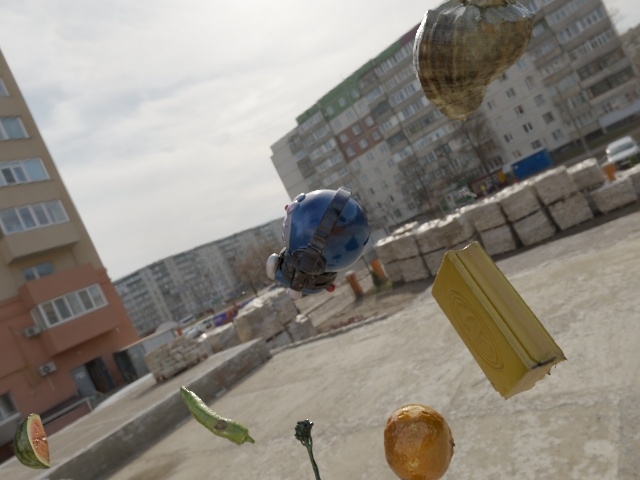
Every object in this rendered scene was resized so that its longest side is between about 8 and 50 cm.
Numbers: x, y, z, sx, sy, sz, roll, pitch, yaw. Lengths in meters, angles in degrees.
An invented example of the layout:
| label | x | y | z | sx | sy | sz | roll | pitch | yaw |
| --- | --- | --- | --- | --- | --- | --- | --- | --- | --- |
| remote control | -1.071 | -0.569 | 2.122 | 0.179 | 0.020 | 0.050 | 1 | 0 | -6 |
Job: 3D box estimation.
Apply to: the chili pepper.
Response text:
| label | x | y | z | sx | sy | sz | roll | pitch | yaw |
| --- | --- | --- | --- | --- | --- | --- | --- | --- | --- |
| chili pepper | -0.220 | 0.345 | 0.923 | 0.049 | 0.208 | 0.043 | -39 | -36 | -43 |

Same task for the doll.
| label | x | y | z | sx | sy | sz | roll | pitch | yaw |
| --- | --- | --- | --- | --- | --- | --- | --- | --- | --- |
| doll | 0.000 | 0.000 | 1.272 | 0.284 | 0.240 | 0.310 | -59 | -8 | -50 |

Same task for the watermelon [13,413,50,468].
| label | x | y | z | sx | sy | sz | roll | pitch | yaw |
| --- | --- | --- | --- | --- | --- | --- | --- | --- | --- |
| watermelon | -0.829 | 0.574 | 1.320 | 0.068 | 0.163 | 0.087 | -27 | -27 | -9 |

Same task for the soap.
| label | x | y | z | sx | sy | sz | roll | pitch | yaw |
| --- | --- | --- | --- | --- | --- | --- | --- | --- | --- |
| soap | 0.390 | 0.186 | 1.080 | 0.096 | 0.325 | 0.204 | -19 | -36 | -14 |

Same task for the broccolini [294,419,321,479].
| label | x | y | z | sx | sy | sz | roll | pitch | yaw |
| --- | --- | --- | --- | --- | --- | --- | --- | --- | --- |
| broccolini | -0.028 | 0.727 | 1.566 | 0.071 | 0.254 | 0.057 | -27 | -32 | 7 |

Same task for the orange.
| label | x | y | z | sx | sy | sz | roll | pitch | yaw |
| --- | --- | --- | --- | --- | --- | --- | --- | --- | --- |
| orange | 0.224 | 0.469 | 1.078 | 0.155 | 0.178 | 0.177 | -12 | 6 | 33 |

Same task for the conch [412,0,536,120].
| label | x | y | z | sx | sy | sz | roll | pitch | yaw |
| --- | --- | --- | --- | --- | --- | --- | --- | --- | --- |
| conch | 0.313 | -0.393 | 0.942 | 0.210 | 0.292 | 0.159 | 8 | 14 | -13 |

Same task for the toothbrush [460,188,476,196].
| label | x | y | z | sx | sy | sz | roll | pitch | yaw |
| --- | --- | --- | --- | --- | --- | --- | --- | --- | --- |
| toothbrush | 0.388 | -0.123 | 1.224 | 0.014 | 0.011 | 0.167 | -12 | -5 | 28 |
